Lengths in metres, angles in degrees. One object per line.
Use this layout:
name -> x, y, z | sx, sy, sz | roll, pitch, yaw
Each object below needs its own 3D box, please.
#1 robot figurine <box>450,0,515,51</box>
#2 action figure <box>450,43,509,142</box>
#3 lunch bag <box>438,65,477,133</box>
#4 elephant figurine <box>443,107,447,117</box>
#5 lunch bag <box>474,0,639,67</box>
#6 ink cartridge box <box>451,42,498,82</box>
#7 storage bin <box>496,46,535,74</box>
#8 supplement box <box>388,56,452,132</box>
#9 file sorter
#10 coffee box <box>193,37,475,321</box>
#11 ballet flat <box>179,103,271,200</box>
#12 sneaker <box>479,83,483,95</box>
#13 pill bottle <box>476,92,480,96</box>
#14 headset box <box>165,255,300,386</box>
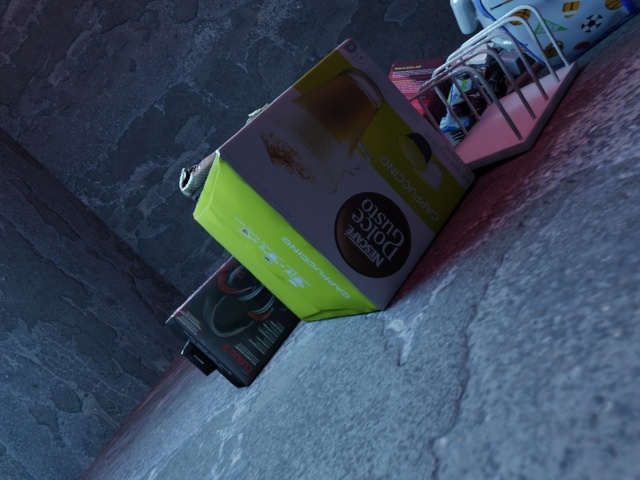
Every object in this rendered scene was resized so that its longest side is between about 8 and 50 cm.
robot figurine -> 0.461, -0.591, 0.948 | 0.300, 0.354, 0.199 | -12, 65, 32
action figure -> 0.400, -0.389, 1.061 | 0.141, 0.164, 0.275 | 5, 50, 37
lunch bag -> 0.404, -0.422, 1.257 | 0.219, 0.090, 0.175 | -89, 5, -83
elephant figurine -> 0.224, -0.274, 1.024 | 0.186, 0.170, 0.239 | 55, -136, -66
lunch bag -> 0.454, -0.495, 0.775 | 0.243, 0.304, 0.114 | -35, 40, 47
ink cartridge box -> 0.545, -0.589, 1.372 | 0.067, 0.115, 0.198 | -59, 32, -1
storage bin -> 0.586, -0.542, 1.206 | 0.135, 0.098, 0.091 | -44, 35, 5
supplement box -> 0.196, -0.279, 0.906 | 0.130, 0.073, 0.239 | 12, 77, 34
file sorter -> 0.313, -0.282, 0.776 | 0.277, 0.173, 0.193 | -48, 17, -28
coffee box -> 0.007, -0.080, 0.792 | 0.334, 0.337, 0.338 | -49, 9, -25
ballet flat -> -0.174, -0.180, 0.782 | 0.250, 0.058, 0.084 | -47, 8, -6
sneaker -> 0.540, -0.523, 1.471 | 0.144, 0.053, 0.059 | -44, 9, 13
pill bottle -> 0.436, -0.465, 1.447 | 0.221, 0.121, 0.121 | -39, 9, 42
headset box -> -0.184, 0.169, 0.938 | 0.293, 0.218, 0.110 | -48, 7, -32
